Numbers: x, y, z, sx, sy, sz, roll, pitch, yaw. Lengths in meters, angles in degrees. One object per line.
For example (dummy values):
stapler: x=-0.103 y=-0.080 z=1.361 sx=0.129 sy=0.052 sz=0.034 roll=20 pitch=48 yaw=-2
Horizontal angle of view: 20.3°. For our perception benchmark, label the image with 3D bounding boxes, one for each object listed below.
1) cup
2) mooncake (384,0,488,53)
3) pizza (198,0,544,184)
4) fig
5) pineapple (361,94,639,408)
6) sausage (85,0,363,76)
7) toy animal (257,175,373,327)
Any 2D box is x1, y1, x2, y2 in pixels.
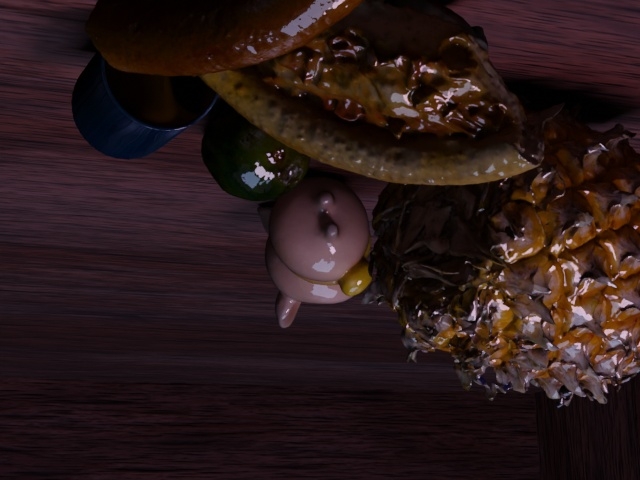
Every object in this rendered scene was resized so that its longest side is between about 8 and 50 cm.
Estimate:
cup: x=-0.155 y=-0.139 z=1.710 sx=0.150 sy=0.114 sz=0.138 roll=14 pitch=164 yaw=-19
mooncake: x=0.080 y=-0.182 z=1.656 sx=0.125 sy=0.073 sz=0.130 roll=21 pitch=153 yaw=-33
pizza: x=0.029 y=-0.143 z=1.577 sx=0.365 sy=0.074 sz=0.182 roll=25 pitch=136 yaw=13
fig: x=-0.087 y=-0.096 z=1.986 sx=0.117 sy=0.117 sz=0.177 roll=5 pitch=176 yaw=-31
pineapple: x=0.225 y=0.014 z=1.976 sx=0.300 sy=0.352 sz=0.352 roll=9 pitch=163 yaw=-38
sausage: x=-0.068 y=-0.196 z=1.507 sx=0.302 sy=0.103 sz=0.076 roll=-11 pitch=173 yaw=34
toy animal: x=-0.001 y=0.003 z=2.311 sx=0.149 sy=0.165 sz=0.248 roll=5 pitch=160 yaw=-10
